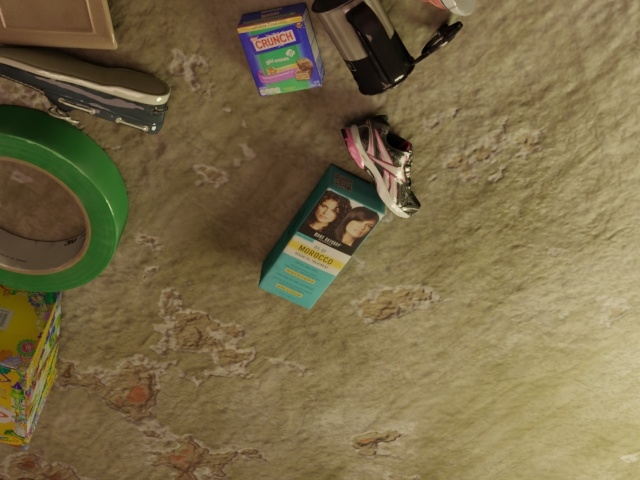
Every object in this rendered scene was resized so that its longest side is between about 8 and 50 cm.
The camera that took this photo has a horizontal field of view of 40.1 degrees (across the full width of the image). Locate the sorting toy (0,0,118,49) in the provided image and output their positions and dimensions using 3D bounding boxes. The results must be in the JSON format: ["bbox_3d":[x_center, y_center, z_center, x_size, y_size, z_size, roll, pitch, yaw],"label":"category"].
[{"bbox_3d":[-0.358,-0.339,1.132,0.347,0.047,0.196,5,134,12],"label":"sorting toy"}]

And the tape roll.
[{"bbox_3d":[-0.468,-0.058,1.379,0.321,0.077,0.321,4,132,4],"label":"tape roll"}]

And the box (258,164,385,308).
[{"bbox_3d":[0.000,0.000,1.381,0.100,0.060,0.244,25,130,-14],"label":"box"}]

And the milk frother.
[{"bbox_3d":[0.089,-0.278,1.117,0.143,0.129,0.135,-44,124,-13],"label":"milk frother"}]

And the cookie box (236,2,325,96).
[{"bbox_3d":[-0.052,-0.255,1.178,0.092,0.040,0.107,-7,129,14],"label":"cookie box"}]

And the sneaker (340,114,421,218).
[{"bbox_3d":[0.106,-0.107,1.271,0.077,0.072,0.178,-29,128,16],"label":"sneaker"}]

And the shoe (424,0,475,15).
[{"bbox_3d":[0.119,-0.322,1.065,0.081,0.063,0.178,4,172,36],"label":"shoe"}]

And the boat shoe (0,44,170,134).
[{"bbox_3d":[-0.340,-0.210,1.223,0.254,0.095,0.079,11,121,-14],"label":"boat shoe"}]

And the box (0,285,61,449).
[{"bbox_3d":[-0.628,0.199,1.540,0.290,0.177,0.279,15,137,-6],"label":"box"}]
